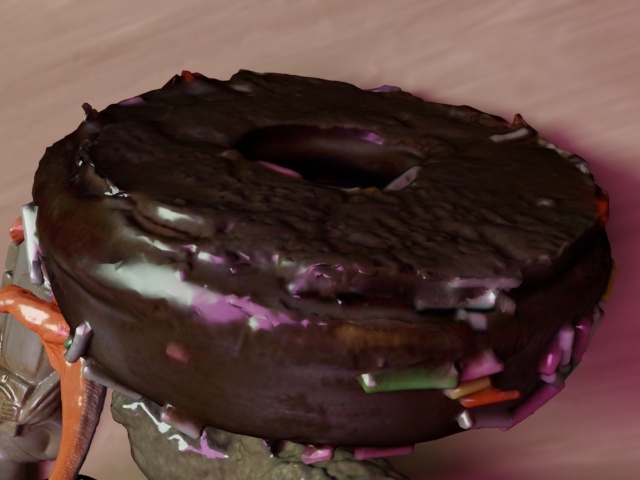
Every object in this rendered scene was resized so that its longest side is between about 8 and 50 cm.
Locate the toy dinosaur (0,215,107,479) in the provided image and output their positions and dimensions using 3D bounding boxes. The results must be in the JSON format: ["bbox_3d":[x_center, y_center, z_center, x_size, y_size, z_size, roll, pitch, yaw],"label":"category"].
[{"bbox_3d":[-0.140,0.042,0.600,0.101,0.055,0.279,15,65,20],"label":"toy dinosaur"}]

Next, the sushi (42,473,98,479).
[{"bbox_3d":[-0.116,0.275,0.629,0.179,0.167,0.296,1,82,42],"label":"sushi"}]

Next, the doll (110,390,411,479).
[{"bbox_3d":[0.010,0.121,0.528,0.202,0.286,0.091,31,78,-18],"label":"doll"}]

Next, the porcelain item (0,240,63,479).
[{"bbox_3d":[-0.186,0.095,0.704,0.084,0.054,0.213,27,104,23],"label":"porcelain item"}]

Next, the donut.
[{"bbox_3d":[0.000,0.000,0.508,0.269,0.270,0.103,20,117,23],"label":"donut"}]
